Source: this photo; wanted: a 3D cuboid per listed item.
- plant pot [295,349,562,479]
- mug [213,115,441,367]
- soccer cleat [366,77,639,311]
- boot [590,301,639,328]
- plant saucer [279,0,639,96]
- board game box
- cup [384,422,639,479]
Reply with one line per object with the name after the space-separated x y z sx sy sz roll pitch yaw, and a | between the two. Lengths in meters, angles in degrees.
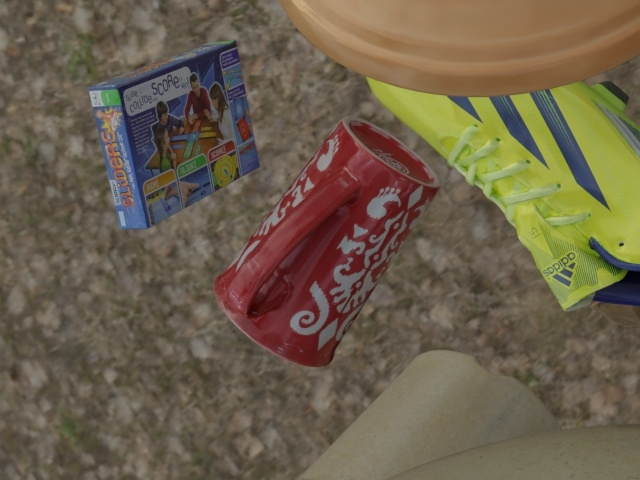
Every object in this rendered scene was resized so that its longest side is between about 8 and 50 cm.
0.124 0.310 1.411 0.334 0.305 0.334 29 149 19 | plant pot
0.008 0.004 0.905 0.113 0.150 0.169 33 108 -9 | mug
0.143 -0.028 0.698 0.289 0.093 0.121 30 81 5 | soccer cleat
0.337 0.072 1.165 0.112 0.305 0.115 -29 76 6 | boot
0.073 -0.148 0.522 0.200 0.200 0.037 24 153 24 | plant saucer
-0.134 -0.106 1.151 0.035 0.201 0.136 0 109 30 | board game box
0.193 0.260 0.818 0.237 0.331 0.331 -38 86 16 | cup
